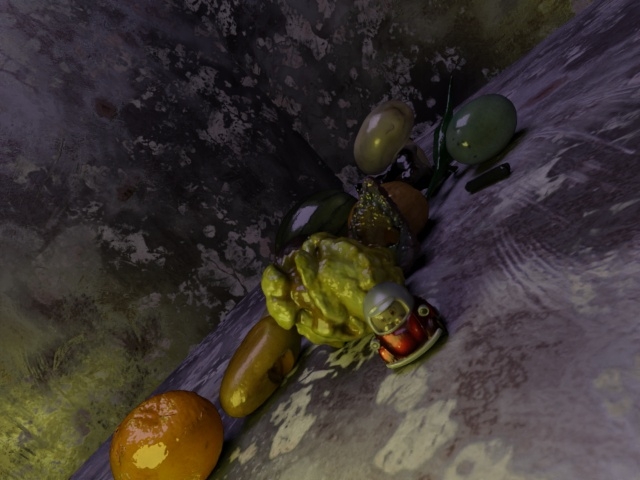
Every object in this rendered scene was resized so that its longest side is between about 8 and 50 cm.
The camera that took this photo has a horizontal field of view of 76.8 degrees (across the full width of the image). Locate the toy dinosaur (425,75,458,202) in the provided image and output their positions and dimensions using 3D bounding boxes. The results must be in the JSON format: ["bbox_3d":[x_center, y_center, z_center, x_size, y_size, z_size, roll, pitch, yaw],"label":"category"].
[{"bbox_3d":[0.356,-0.290,1.226,0.301,0.447,0.087,-8,1,-43],"label":"toy dinosaur"}]

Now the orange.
[{"bbox_3d":[-0.308,0.415,0.823,0.219,0.193,0.219,2,6,0],"label":"orange"}]

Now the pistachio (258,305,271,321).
[{"bbox_3d":[-0.128,0.247,1.152,0.185,0.124,0.124,-44,7,3],"label":"pistachio"}]

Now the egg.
[{"bbox_3d":[0.455,-0.314,1.147,0.236,0.169,0.169,-42,6,-21],"label":"egg"}]

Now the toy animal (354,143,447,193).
[{"bbox_3d":[0.241,-0.172,1.383,0.344,0.194,0.303,-44,-1,31],"label":"toy animal"}]

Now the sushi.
[{"bbox_3d":[0.124,-0.016,0.947,0.161,0.241,0.107,-35,-12,18],"label":"sushi"}]

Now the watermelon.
[{"bbox_3d":[0.000,0.000,1.322,0.359,0.279,0.279,-51,8,-8],"label":"watermelon"}]

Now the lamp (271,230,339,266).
[{"bbox_3d":[-0.013,0.084,1.077,0.247,0.247,0.247,-42,7,6],"label":"lamp"}]

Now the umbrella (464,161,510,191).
[{"bbox_3d":[0.410,-0.152,0.994,0.036,0.031,0.133,-16,-7,-28],"label":"umbrella"}]

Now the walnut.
[{"bbox_3d":[0.181,-0.059,1.087,0.226,0.193,0.193,-41,7,-5],"label":"walnut"}]

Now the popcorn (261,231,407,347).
[{"bbox_3d":[0.038,0.090,0.803,0.250,0.235,0.242,-27,-7,17],"label":"popcorn"}]

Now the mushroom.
[{"bbox_3d":[0.274,-0.395,1.680,0.315,0.356,0.315,-16,40,14],"label":"mushroom"}]

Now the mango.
[{"bbox_3d":[-0.141,0.292,0.951,0.167,0.130,0.262,-24,25,54],"label":"mango"}]

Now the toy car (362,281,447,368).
[{"bbox_3d":[0.118,0.116,0.638,0.112,0.112,0.139,-41,8,16],"label":"toy car"}]
